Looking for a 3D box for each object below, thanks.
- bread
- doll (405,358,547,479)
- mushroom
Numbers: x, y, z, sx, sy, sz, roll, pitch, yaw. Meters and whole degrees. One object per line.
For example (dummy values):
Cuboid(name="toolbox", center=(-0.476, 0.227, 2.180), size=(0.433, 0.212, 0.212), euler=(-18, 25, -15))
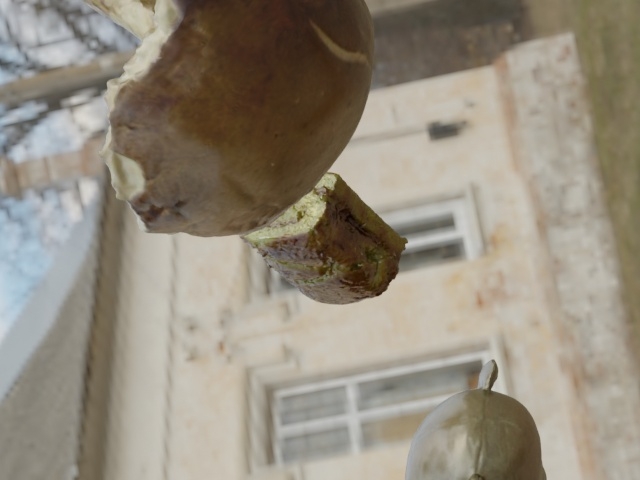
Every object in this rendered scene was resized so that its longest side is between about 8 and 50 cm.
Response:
Cuboid(name="bread", center=(0.000, 0.000, 1.838), size=(0.172, 0.132, 0.103), euler=(43, -131, -51))
Cuboid(name="doll", center=(0.164, 0.301, 1.912), size=(0.330, 0.174, 0.235), euler=(98, -175, -46))
Cuboid(name="mushroom", center=(-0.083, -0.162, 1.154), size=(0.233, 0.208, 0.302), euler=(27, -146, -61))
